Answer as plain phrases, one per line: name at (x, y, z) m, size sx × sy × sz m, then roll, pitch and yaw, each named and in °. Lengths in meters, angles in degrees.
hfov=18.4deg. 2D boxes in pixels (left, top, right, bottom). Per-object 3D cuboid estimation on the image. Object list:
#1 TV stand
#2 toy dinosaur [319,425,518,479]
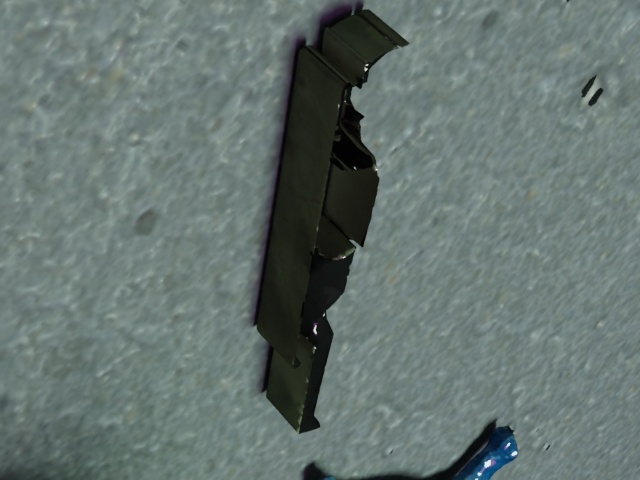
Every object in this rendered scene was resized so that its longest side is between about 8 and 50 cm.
TV stand at (0.000, 0.000, 0.988) m, size 0.042 × 0.036 × 0.249 m, roll -23°, pitch 140°, yaw -33°
toy dinosaur at (0.087, 0.212, 1.276) m, size 0.144 × 0.076 × 0.329 m, roll -31°, pitch 142°, yaw -11°
